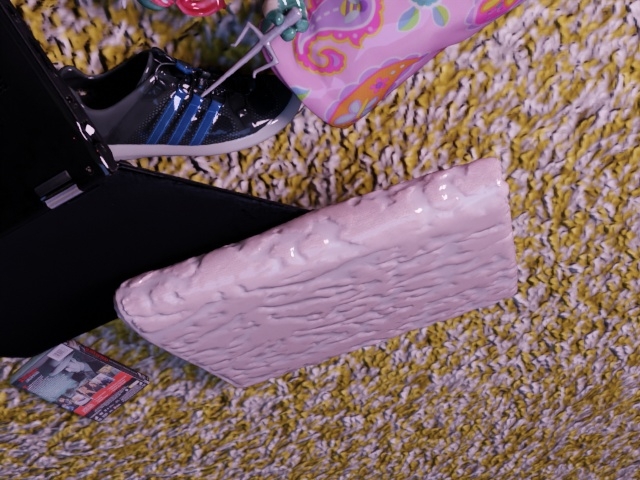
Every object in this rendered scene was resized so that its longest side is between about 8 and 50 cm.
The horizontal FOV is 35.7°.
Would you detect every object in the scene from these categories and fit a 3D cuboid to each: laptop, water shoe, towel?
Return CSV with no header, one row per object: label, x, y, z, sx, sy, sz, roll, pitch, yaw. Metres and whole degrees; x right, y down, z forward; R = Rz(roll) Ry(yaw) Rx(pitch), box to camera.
laptop,-0.281,-0.065,0.792,0.382,0.236,0.408,-25,106,26
water shoe,-0.116,-0.114,0.801,0.203,0.073,0.080,-11,137,-3
towel,0.020,0.043,0.926,0.332,0.053,0.317,-20,159,7

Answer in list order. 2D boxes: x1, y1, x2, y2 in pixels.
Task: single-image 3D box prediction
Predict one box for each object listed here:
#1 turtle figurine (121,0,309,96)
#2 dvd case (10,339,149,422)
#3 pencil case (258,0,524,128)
turtle figurine,-0.074,-0.227,0.676,0.175,0.118,0.234,20,113,-38
dvd case,-0.257,0.150,1.066,0.087,0.013,0.119,-39,131,22
pencil case,0.088,-0.203,0.740,0.284,0.124,0.124,-35,131,19
